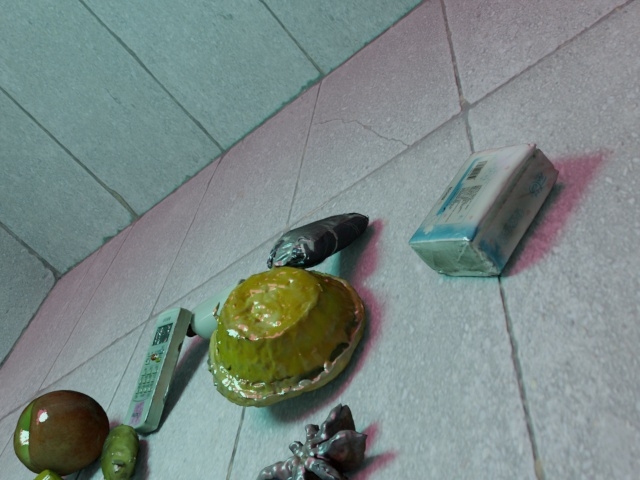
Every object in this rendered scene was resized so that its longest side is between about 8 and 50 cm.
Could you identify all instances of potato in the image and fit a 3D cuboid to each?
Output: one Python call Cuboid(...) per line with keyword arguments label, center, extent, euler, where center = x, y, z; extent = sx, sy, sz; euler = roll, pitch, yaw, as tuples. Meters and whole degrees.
Cuboid(label="potato", center=(-0.496, 0.536, 1.758), extent=(0.225, 0.090, 0.117), euler=(-145, 74, -73))

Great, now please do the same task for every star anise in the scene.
Cuboid(label="star anise", center=(-0.014, 0.392, 1.219), extent=(0.236, 0.093, 0.229), euler=(-26, 27, 32))

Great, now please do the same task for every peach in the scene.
Cuboid(label="peach", center=(-0.709, 0.532, 1.959), extent=(0.252, 0.252, 0.252), euler=(-35, 23, 18))

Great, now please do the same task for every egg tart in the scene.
Cuboid(label="egg tart", center=(-0.090, 0.182, 1.537), extent=(0.387, 0.169, 0.388), euler=(-15, 36, 11))

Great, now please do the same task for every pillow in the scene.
Cuboid(label="pillow", center=(0.000, 0.000, 1.764), extent=(0.161, 0.093, 0.335), euler=(-6, 13, 35))

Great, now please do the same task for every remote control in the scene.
Cuboid(label="remote control", center=(-0.446, 0.353, 1.941), extent=(0.145, 0.050, 0.344), euler=(-22, 47, 49))

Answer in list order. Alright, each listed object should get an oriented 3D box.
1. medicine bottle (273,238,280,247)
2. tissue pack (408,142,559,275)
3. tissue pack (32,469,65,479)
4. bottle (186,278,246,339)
Cuboid(label="medicine bottle", center=(-0.059, 0.022, 1.988), extent=(0.074, 0.074, 0.218), euler=(-51, 22, -19))
Cuboid(label="tissue pack", center=(0.326, -0.060, 1.417), extent=(0.271, 0.124, 0.201), euler=(-53, 25, -21))
Cuboid(label="tissue pack", center=(-0.688, 0.679, 1.797), extent=(0.123, 0.127, 0.178), euler=(-40, 22, -10))
Cuboid(label="bottle", center=(-0.288, 0.206, 1.994), extent=(0.245, 0.104, 0.104), euler=(-32, 25, 25))
